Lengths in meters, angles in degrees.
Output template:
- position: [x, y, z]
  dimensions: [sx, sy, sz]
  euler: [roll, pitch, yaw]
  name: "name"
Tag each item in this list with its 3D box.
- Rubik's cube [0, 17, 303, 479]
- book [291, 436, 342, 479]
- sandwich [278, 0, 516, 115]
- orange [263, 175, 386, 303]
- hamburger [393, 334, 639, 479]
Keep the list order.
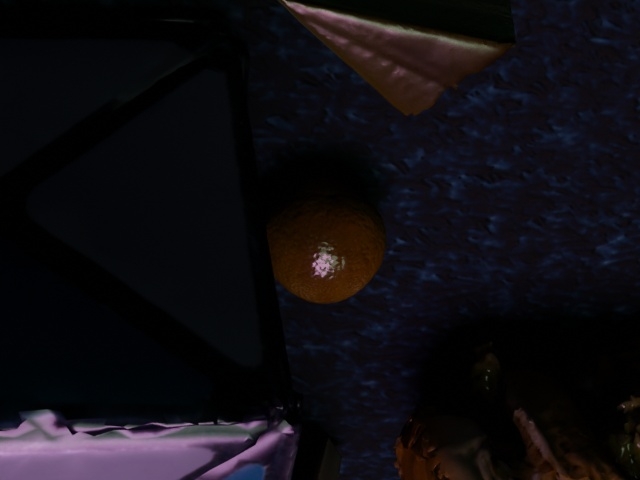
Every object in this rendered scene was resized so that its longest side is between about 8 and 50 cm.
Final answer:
- position: [-0.181, 0.075, 1.066]
  dimensions: [0.310, 0.307, 0.305]
  euler: [2, 133, -11]
  name: "Rubik's cube"
- position: [-0.178, 0.253, 1.299]
  dimensions: [0.389, 0.269, 0.032]
  euler: [-20, 108, 15]
  name: "book"
- position: [0.038, -0.136, 1.043]
  dimensions: [0.074, 0.074, 0.116]
  euler: [-32, 130, 27]
  name: "sandwich"
- position: [0.000, 0.000, 1.181]
  dimensions: [0.085, 0.085, 0.085]
  euler: [-3, 136, -3]
  name: "orange"
- position: [0.171, 0.182, 1.289]
  dimensions: [0.211, 0.260, 0.245]
  euler: [-20, 180, -7]
  name: "hamburger"
